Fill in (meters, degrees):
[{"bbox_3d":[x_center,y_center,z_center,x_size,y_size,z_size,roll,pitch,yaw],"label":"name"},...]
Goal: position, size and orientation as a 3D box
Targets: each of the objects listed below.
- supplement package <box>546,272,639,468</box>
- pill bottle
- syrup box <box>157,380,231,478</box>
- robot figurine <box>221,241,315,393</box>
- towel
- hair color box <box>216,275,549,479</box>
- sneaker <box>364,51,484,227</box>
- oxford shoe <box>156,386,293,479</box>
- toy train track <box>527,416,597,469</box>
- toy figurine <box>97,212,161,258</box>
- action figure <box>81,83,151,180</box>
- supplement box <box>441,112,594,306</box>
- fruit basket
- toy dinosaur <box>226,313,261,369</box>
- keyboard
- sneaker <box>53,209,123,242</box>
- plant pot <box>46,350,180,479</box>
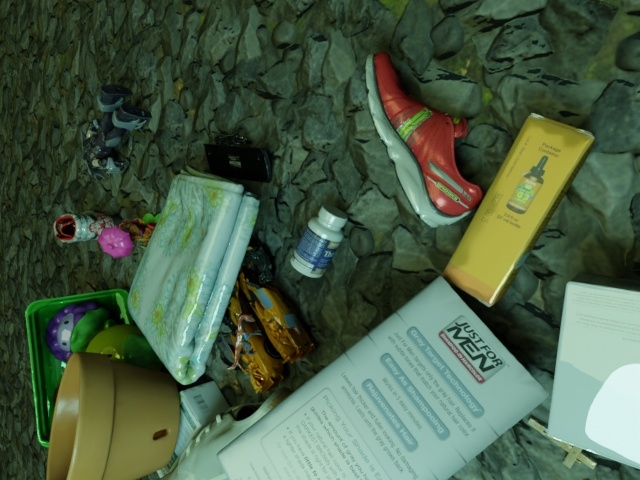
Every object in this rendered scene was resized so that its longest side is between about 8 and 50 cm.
[{"bbox_3d":[0.329,0.136,0.470,0.105,0.105,0.179,8,96,36],"label":"supplement package"},{"bbox_3d":[0.000,0.000,0.734,0.067,0.067,0.120,40,115,29],"label":"pill bottle"},{"bbox_3d":[-0.306,0.445,0.972,0.093,0.096,0.237,47,117,28],"label":"syrup box"},{"bbox_3d":[-0.143,0.140,0.839,0.291,0.085,0.211,51,119,23],"label":"robot figurine"},{"bbox_3d":[-0.271,0.041,0.842,0.320,0.090,0.374,23,94,53],"label":"towel"},{"bbox_3d":[0.074,0.240,0.553,0.374,0.113,0.185,-38,68,-1],"label":"hair color box"},{"bbox_3d":[0.151,-0.158,0.612,0.118,0.107,0.279,-25,80,16],"label":"sneaker"},{"bbox_3d":[-0.187,0.413,0.840,0.449,0.169,0.130,-35,75,26],"label":"oxford shoe"},{"bbox_3d":[0.314,0.261,0.546,0.083,0.014,0.048,32,118,38],"label":"toy train track"},{"bbox_3d":[-0.464,-0.013,1.027,0.173,0.159,0.130,32,111,32],"label":"toy figurine"},{"bbox_3d":[-0.577,-0.283,1.144,0.285,0.099,0.185,-37,78,37],"label":"action figure"},{"bbox_3d":[0.251,-0.035,0.538,0.078,0.080,0.233,35,114,30],"label":"supplement box"},{"bbox_3d":[-0.582,0.316,1.089,0.392,0.283,0.392,12,105,53],"label":"fruit basket"},{"bbox_3d":[-0.136,0.173,0.744,0.047,0.090,0.082,7,129,21],"label":"toy dinosaur"},{"bbox_3d":[-0.171,-0.181,0.885,0.192,0.038,0.100,14,124,35],"label":"keyboard"},{"bbox_3d":[-0.707,-0.043,1.218,0.270,0.145,0.090,4,95,37],"label":"sneaker"},{"bbox_3d":[-0.432,0.388,0.886,0.291,0.203,0.290,-21,63,48],"label":"plant pot"}]
